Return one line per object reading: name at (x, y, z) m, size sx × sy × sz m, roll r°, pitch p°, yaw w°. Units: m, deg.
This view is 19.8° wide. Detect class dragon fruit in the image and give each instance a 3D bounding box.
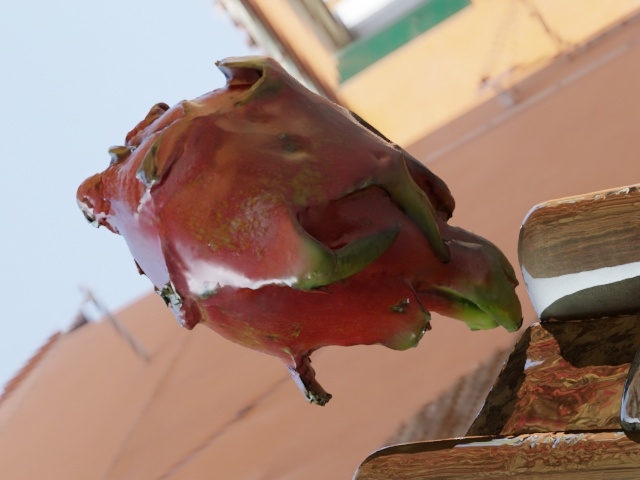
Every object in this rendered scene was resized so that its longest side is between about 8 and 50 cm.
dragon fruit at (-0.010, 0.000, 1.170) m, size 0.269 × 0.200 × 0.198 m, roll 25°, pitch -102°, yaw -45°

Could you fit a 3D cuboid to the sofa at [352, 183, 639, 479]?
sofa at (0.141, 0.062, 0.908) m, size 0.182 × 0.200 × 0.258 m, roll 58°, pitch -134°, yaw -21°
